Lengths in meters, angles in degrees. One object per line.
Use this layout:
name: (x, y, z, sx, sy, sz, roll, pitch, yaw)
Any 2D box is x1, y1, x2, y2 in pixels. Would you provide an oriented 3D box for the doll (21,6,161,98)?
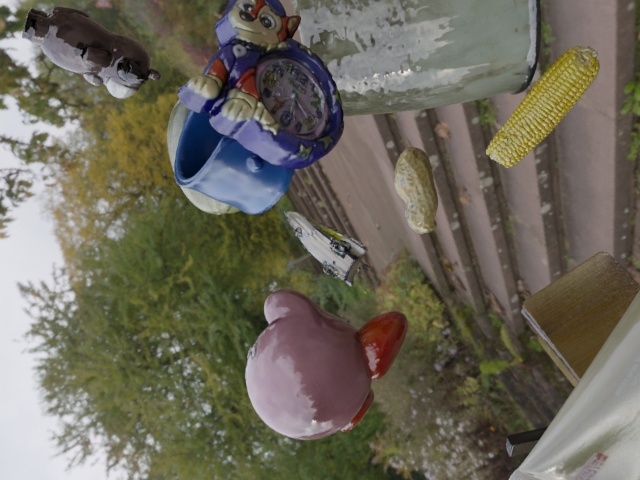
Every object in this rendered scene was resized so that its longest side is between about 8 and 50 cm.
doll: (-0.445, -0.372, 1.094, 0.257, 0.117, 0.182, 23, -160, -31)

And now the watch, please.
watch: (-0.086, -0.139, 0.632, 0.171, 0.200, 0.196, 30, -124, -25)

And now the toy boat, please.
toy boat: (0.000, 0.000, 1.027, 0.210, 0.066, 0.084, 39, 127, 30)

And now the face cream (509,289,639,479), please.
face cream: (0.340, 0.159, 0.593, 0.137, 0.341, 0.084, 23, -163, 8)

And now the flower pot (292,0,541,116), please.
flower pot: (0.134, -0.334, 0.869, 0.293, 0.330, 0.294, -15, -90, -85)

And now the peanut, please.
peanut: (0.188, -0.098, 1.092, 0.080, 0.080, 0.174, 44, -145, -82)

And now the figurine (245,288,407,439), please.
figurine: (-0.005, 0.235, 0.954, 0.261, 0.270, 0.211, 21, -152, -3)

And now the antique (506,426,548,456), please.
antique: (0.320, 0.232, 0.677, 0.015, 0.192, 0.031, -105, 5, -49)

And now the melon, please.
melon: (-0.253, -0.229, 1.375, 0.248, 0.248, 0.329, -86, -7, -85)

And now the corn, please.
corn: (0.331, -0.197, 0.824, 0.067, 0.206, 0.067, 33, -159, -14)

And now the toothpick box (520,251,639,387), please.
toothpick box: (0.531, 0.184, 1.093, 0.187, 0.190, 0.308, 56, -175, 28)
